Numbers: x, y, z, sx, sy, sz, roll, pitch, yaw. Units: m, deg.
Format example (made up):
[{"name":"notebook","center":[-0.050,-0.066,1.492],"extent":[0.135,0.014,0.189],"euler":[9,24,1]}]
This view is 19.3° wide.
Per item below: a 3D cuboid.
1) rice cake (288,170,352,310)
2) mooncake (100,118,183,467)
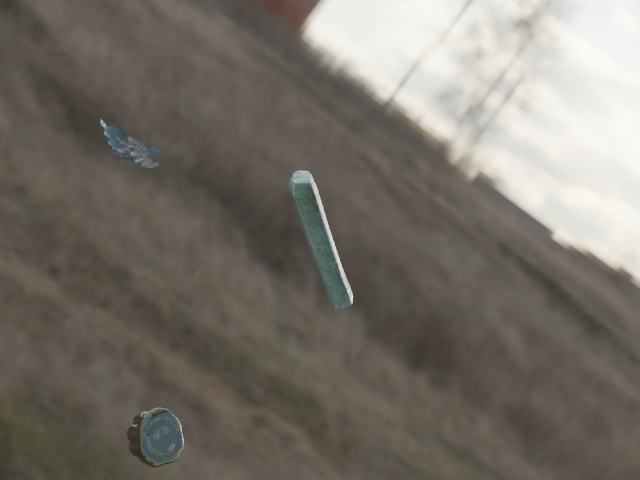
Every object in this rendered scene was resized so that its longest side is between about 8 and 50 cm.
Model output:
[{"name":"rice cake","center":[0.000,0.000,2.165],"extent":[0.042,0.030,0.180],"euler":[-96,169,-59]},{"name":"mooncake","center":[-0.175,0.045,1.862],"extent":[0.057,0.347,0.150],"euler":[-20,-38,39]}]
